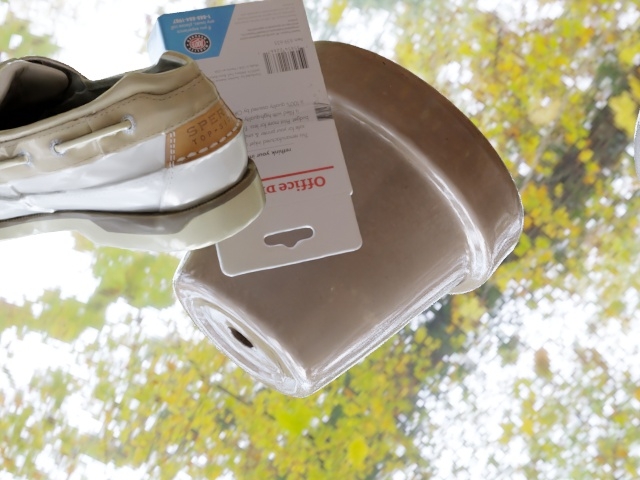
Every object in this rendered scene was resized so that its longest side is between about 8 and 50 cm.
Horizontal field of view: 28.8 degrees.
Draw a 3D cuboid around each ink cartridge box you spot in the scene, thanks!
[{"bbox_3d":[-0.046,-0.066,0.847,0.104,0.060,0.180,-11,-97,-19],"label":"ink cartridge box"}]

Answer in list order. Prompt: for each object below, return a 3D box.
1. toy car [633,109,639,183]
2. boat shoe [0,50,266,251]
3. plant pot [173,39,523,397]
[{"bbox_3d":[0.203,-0.023,0.410,0.159,0.136,0.182,-38,-71,-35],"label":"toy car"},{"bbox_3d":[-0.176,-0.061,0.765,0.302,0.103,0.113,0,-149,27],"label":"boat shoe"},{"bbox_3d":[0.000,0.000,1.053,0.263,0.263,0.229,39,-110,6],"label":"plant pot"}]
